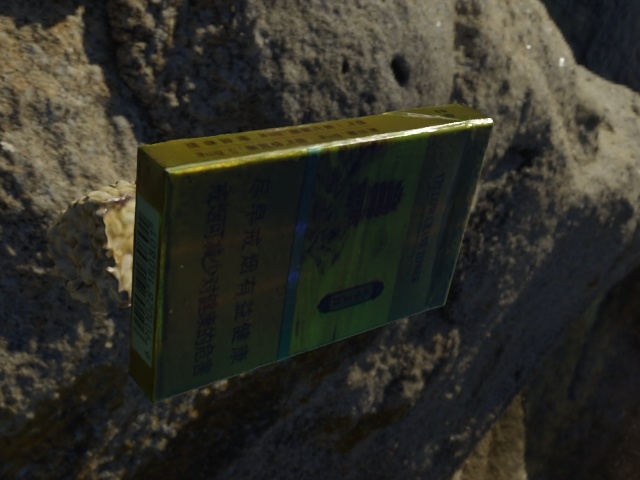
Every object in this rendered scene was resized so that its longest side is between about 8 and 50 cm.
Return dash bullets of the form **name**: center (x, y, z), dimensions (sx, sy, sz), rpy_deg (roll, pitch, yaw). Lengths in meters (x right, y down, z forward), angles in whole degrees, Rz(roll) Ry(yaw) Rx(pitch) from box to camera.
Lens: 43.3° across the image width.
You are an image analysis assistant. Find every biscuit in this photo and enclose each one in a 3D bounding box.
- **biscuit**: center (-0.118, -0.010, 0.581), dimensions (0.168, 0.070, 0.082), rpy_deg (-34, 113, -59)

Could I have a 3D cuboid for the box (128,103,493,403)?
- **box**: center (0.000, 0.000, 0.405), dimensions (0.193, 0.030, 0.122), rpy_deg (-14, 127, -36)
